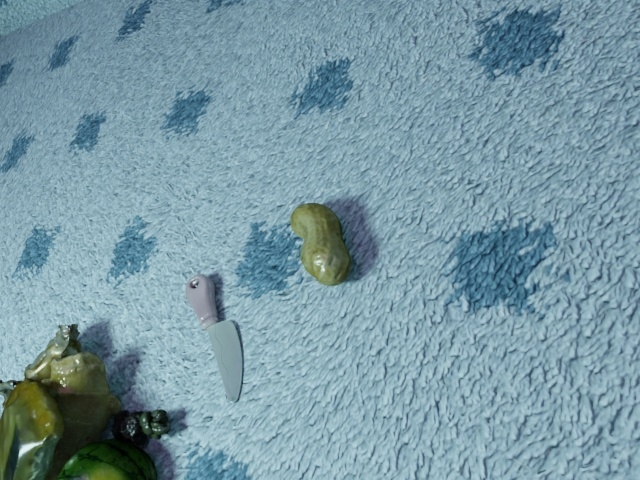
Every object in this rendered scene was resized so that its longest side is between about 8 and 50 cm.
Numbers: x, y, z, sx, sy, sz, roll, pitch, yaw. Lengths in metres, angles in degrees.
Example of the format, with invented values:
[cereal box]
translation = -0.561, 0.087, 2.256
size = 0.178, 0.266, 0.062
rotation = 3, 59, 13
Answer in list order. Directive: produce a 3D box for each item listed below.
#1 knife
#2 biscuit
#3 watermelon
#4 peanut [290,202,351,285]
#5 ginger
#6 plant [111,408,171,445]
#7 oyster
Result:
[knife]
translation = -0.225, 0.208, 1.366
size = 0.081, 0.043, 0.336
rotation = -35, 55, 7
[biscuit]
translation = -0.652, 0.476, 1.325
size = 0.329, 0.078, 0.335
rotation = 3, 84, 51
[watermelon]
translation = -0.458, 0.490, 1.259
size = 0.232, 0.127, 0.204
rotation = 8, 33, 30
[peanut]
translation = 0.000, 0.000, 1.271
size = 0.103, 0.098, 0.229
rotation = -15, 50, -3
[ginger]
translation = -0.584, 0.429, 1.417
size = 0.354, 0.190, 0.126
rotation = -67, 21, -1
[plant]
translation = -0.389, 0.406, 1.338
size = 0.174, 0.087, 0.085
rotation = -19, 85, 33
[oyster]
translation = -0.724, 0.348, 1.558
size = 0.337, 0.133, 0.198
rotation = -31, 17, 25
